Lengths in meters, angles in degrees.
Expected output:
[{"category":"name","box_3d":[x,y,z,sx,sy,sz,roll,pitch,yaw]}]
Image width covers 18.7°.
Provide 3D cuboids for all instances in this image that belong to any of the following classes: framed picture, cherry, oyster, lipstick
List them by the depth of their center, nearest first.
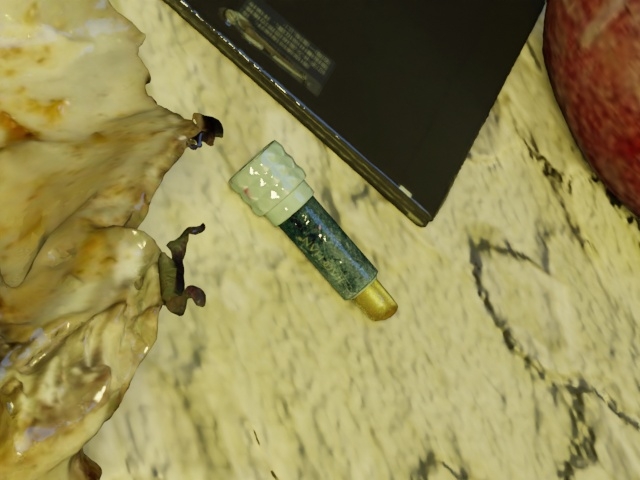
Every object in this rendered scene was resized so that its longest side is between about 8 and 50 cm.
[{"category":"oyster","box_3d":[-0.131,-0.027,0.856,0.197,0.133,0.337,20,42,-37]},{"category":"lipstick","box_3d":[0.000,0.000,1.050,0.116,0.037,0.037,49,36,-5]},{"category":"framed picture","box_3d":[0.021,-0.177,1.252,0.255,0.014,0.339,41,36,-8]},{"category":"cherry","box_3d":[0.263,-0.109,1.254,0.300,0.230,0.203,41,70,12]}]
